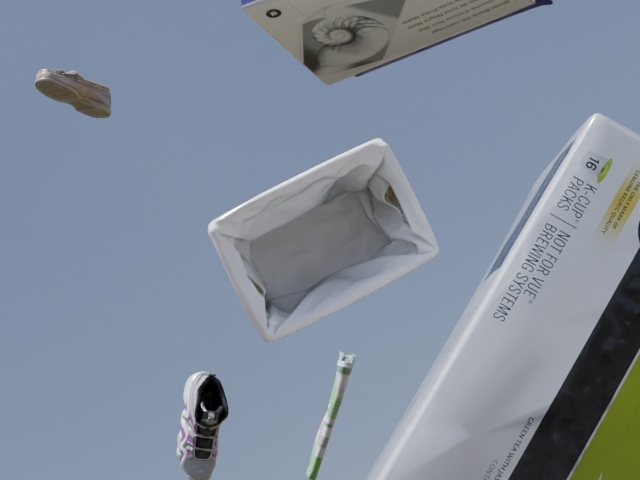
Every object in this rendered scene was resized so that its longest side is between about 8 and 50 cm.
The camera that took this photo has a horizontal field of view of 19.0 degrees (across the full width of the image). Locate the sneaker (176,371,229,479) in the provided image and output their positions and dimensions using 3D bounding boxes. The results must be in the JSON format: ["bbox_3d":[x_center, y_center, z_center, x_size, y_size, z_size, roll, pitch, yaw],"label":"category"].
[{"bbox_3d":[-0.101,0.162,1.666,0.038,0.098,0.069,0,-6,-17],"label":"sneaker"}]

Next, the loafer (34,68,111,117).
[{"bbox_3d":[-0.294,-0.182,2.271,0.045,0.039,0.125,-5,-20,32],"label":"loafer"}]

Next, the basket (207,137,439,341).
[{"bbox_3d":[0.000,0.000,1.608,0.167,0.113,0.103,-27,1,-4],"label":"basket"}]

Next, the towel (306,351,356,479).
[{"bbox_3d":[0.010,0.215,2.374,0.023,0.152,0.113,18,4,3],"label":"towel"}]

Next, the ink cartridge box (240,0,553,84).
[{"bbox_3d":[0.074,-0.214,1.743,0.223,0.045,0.224,-20,-29,25],"label":"ink cartridge box"}]

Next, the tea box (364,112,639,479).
[{"bbox_3d":[0.240,0.142,1.415,0.329,0.323,0.220,-58,-3,-13],"label":"tea box"}]
